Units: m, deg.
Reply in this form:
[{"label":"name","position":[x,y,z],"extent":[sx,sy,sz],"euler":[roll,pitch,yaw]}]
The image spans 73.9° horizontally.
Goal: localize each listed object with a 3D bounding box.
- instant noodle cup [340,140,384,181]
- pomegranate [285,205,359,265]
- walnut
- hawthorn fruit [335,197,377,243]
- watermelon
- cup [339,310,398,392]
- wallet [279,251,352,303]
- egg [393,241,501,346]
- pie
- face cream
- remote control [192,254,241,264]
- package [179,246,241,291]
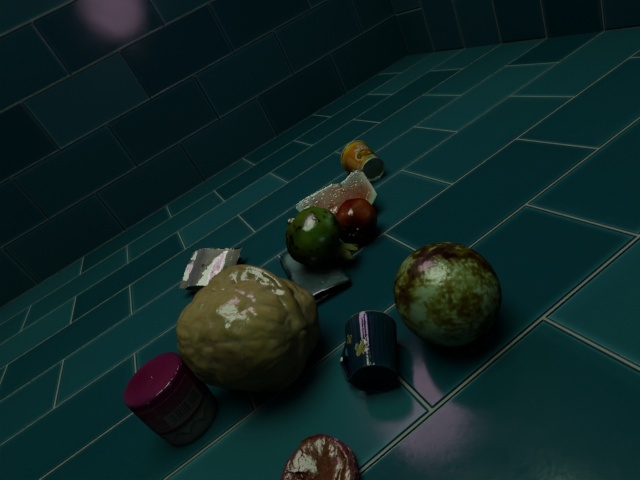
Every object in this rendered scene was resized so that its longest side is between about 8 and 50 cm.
[{"label":"instant noodle cup","position":[0.201,-0.353,1.955],"extent":[0.168,0.168,0.185],"euler":[-31,36,-4]},{"label":"pomegranate","position":[0.000,0.000,1.444],"extent":[0.211,0.263,0.211],"euler":[-60,2,4]},{"label":"walnut","position":[-0.192,0.240,1.146],"extent":[0.381,0.381,0.381],"euler":[-22,29,13]},{"label":"hawthorn fruit","position":[0.134,-0.084,1.552],"extent":[0.156,0.157,0.194],"euler":[-9,39,31]},{"label":"watermelon","position":[0.060,-0.150,1.698],"extent":[0.305,0.180,0.224],"euler":[-28,26,-4]},{"label":"cup","position":[0.112,0.282,1.032],"extent":[0.176,0.131,0.155],"euler":[-48,22,29]},{"label":"wallet","position":[-0.033,0.099,1.518],"extent":[0.190,0.046,0.379],"euler":[-28,27,-5]},{"label":"egg","position":[0.290,0.118,1.005],"extent":[0.238,0.238,0.289],"euler":[-25,15,6]},{"label":"pie","position":[-0.007,0.485,0.865],"extent":[0.182,0.050,0.182],"euler":[-24,32,16]},{"label":"face cream","position":[-0.400,0.430,1.152],"extent":[0.175,0.195,0.175],"euler":[-21,28,12]},{"label":"remote control","position":[-0.487,0.090,1.935],"extent":[0.293,0.051,0.103],"euler":[1,39,41]},{"label":"package","position":[-0.465,0.120,1.812],"extent":[0.250,0.062,0.204],"euler":[-4,52,21]}]
